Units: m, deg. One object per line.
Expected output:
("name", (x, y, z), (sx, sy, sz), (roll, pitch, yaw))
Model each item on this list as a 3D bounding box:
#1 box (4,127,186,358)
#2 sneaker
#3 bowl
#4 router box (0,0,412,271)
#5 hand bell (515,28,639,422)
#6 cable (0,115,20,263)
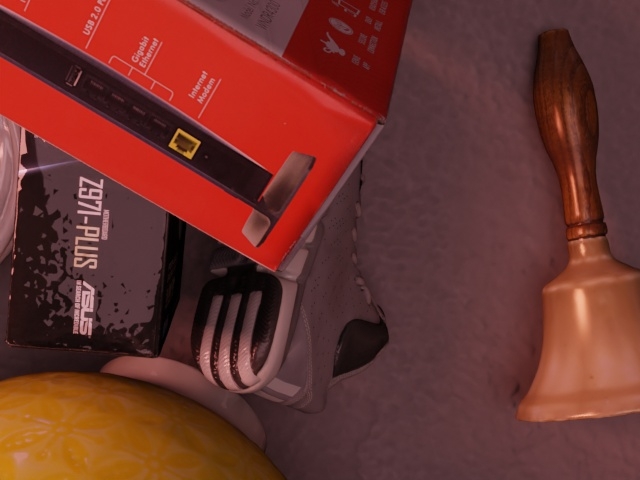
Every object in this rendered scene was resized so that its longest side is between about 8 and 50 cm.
("box", (-0.115, -0.027, 0.622), (0.077, 0.180, 0.147), (5, 96, -4))
("sneaker", (0.000, 0.000, 0.697), (0.132, 0.086, 0.229), (36, 63, -45))
("bowl", (-0.111, 0.161, 0.644), (0.289, 0.289, 0.156), (30, 50, -8))
("router box", (-0.100, -0.167, 0.530), (0.301, 0.335, 0.082), (30, 120, -9))
("hand bell", (0.166, -0.014, 0.706), (0.126, 0.126, 0.242), (-9, 85, -4))
("cable", (-0.286, -0.067, 0.648), (0.257, 0.089, 0.257), (21, 96, -8))
